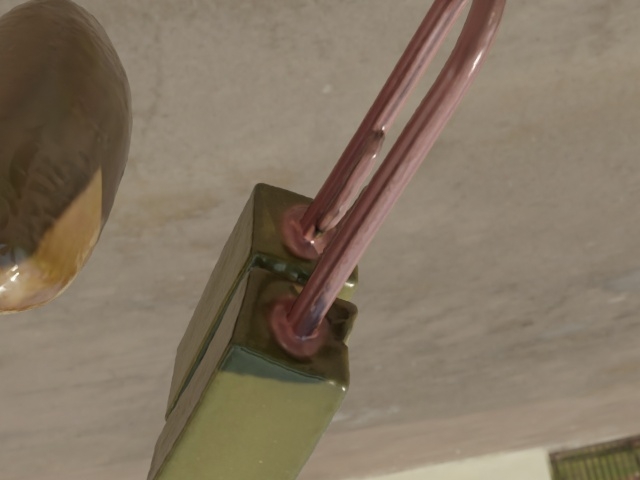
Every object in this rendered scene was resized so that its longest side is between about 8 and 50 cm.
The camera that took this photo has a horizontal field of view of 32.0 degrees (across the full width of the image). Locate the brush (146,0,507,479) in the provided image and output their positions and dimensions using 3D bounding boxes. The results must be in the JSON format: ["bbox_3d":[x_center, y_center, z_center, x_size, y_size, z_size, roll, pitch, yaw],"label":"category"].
[{"bbox_3d":[0.000,0.000,0.382,0.047,0.103,0.233,21,126,-12],"label":"brush"}]

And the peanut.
[{"bbox_3d":[-0.114,-0.034,0.433,0.076,0.152,0.076,9,144,6],"label":"peanut"}]
